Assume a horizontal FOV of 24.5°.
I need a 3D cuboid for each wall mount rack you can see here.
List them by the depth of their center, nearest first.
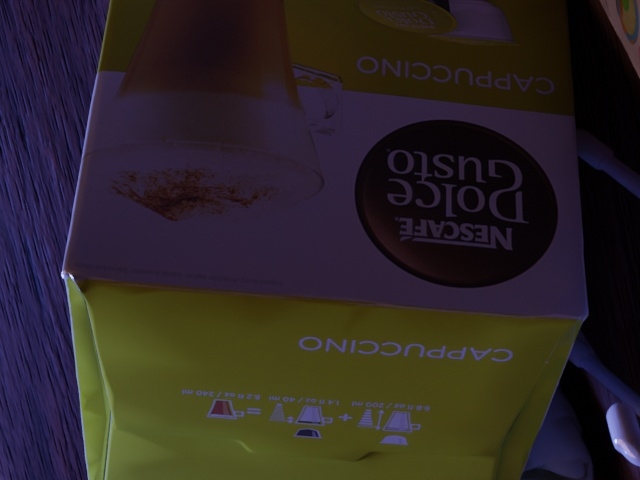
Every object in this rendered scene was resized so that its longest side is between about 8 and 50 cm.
[{"bbox_3d":[0.230,0.101,1.004,0.304,0.130,0.350,-81,-8,-48],"label":"wall mount rack"}]

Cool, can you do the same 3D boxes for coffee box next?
[{"bbox_3d":[0.000,0.000,1.136,0.338,0.337,0.334,98,176,-54],"label":"coffee box"}]

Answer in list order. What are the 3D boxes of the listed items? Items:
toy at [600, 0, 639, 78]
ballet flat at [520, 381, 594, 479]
[{"bbox_3d":[0.210,-0.181,0.907,0.137,0.056,0.237,84,170,-47],"label":"toy"},{"bbox_3d":[0.169,0.243,1.270,0.139,0.139,0.400,100,-172,-62],"label":"ballet flat"}]
